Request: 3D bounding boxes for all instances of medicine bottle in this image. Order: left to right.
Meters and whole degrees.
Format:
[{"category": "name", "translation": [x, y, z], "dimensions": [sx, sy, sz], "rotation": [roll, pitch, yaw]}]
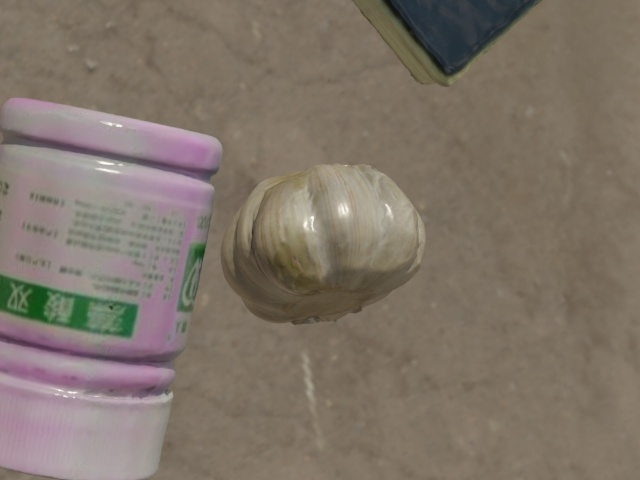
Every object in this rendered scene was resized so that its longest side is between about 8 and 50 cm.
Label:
[{"category": "medicine bottle", "translation": [-0.222, 0.043, 1.300], "dimensions": [0.212, 0.212, 0.325], "rotation": [10, 94, -43]}]

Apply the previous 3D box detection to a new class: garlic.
[{"category": "garlic", "translation": [0.004, -0.001, 1.487], "dimensions": [0.228, 0.228, 0.152], "rotation": [3, 64, -46]}]

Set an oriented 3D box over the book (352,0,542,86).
[{"category": "book", "translation": [0.095, -0.275, 0.519], "dimensions": [0.374, 0.028, 0.262], "rotation": [-42, 103, -9]}]
